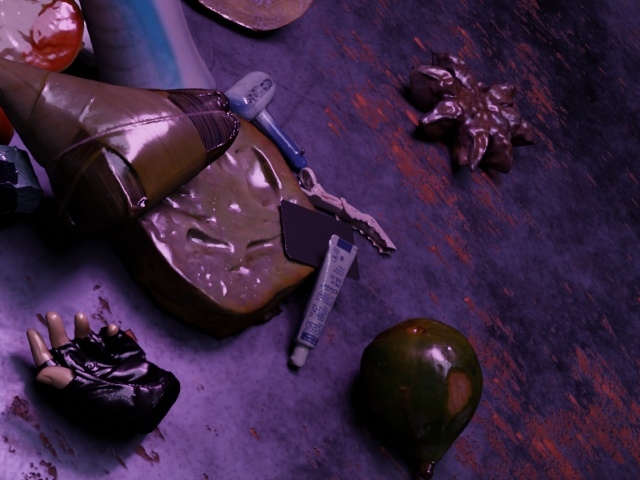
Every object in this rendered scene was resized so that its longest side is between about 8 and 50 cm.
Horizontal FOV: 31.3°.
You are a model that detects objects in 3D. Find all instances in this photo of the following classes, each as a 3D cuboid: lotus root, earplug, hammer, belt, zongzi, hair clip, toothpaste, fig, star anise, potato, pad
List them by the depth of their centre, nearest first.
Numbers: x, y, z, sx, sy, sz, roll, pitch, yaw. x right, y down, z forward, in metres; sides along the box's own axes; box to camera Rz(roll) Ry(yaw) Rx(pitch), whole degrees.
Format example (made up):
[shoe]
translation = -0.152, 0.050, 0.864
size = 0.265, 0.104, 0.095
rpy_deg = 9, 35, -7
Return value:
[belt]
translation = -0.468, -0.067, 1.537
size = 0.198, 0.151, 0.078
rpy_deg = -9, 65, -45
[zongzi]
translation = -0.295, -0.198, 1.594
size = 0.317, 0.154, 0.289
rpy_deg = 54, 48, -8
[earplug]
translation = -0.282, -0.356, 1.717
size = 0.185, 0.185, 0.324
rpy_deg = -48, 135, -46
[lotus root]
translation = -0.153, -0.035, 1.796
size = 0.375, 0.111, 0.390
rpy_deg = 21, 48, -31
[toothpaste]
translation = 0.001, 0.098, 1.798
size = 0.062, 0.037, 0.216
rpy_deg = 30, 77, -39
[fig]
translation = 0.158, 0.249, 1.803
size = 0.195, 0.195, 0.244
rpy_deg = -4, 99, -39
[pad]
translation = 0.000, 0.000, 1.843
size = 0.157, 0.003, 0.112
rpy_deg = 21, 48, -36
[hammer]
translation = -0.087, -0.201, 1.995
size = 0.194, 0.069, 0.116
rpy_deg = 50, 43, -10
[hair clip]
translation = 0.044, -0.051, 2.003
size = 0.226, 0.034, 0.072
rpy_deg = 31, 46, -18
[potato]
translation = -0.147, -0.450, 2.121
size = 0.261, 0.100, 0.120
rpy_deg = 9, 15, -16
[star anise]
translation = 0.306, -0.265, 2.302
size = 0.315, 0.108, 0.315
rpy_deg = 13, 58, -23

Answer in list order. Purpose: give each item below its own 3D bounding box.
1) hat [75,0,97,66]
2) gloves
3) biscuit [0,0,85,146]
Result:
[hat]
translation = -0.418, -0.417, 1.850
size = 0.301, 0.168, 0.258
rpy_deg = 42, 15, 29
[gloves]
translation = -0.301, 0.174, 1.526
size = 0.203, 0.124, 0.164
rpy_deg = 27, 21, 8
[biscuit]
translation = -0.564, -0.290, 1.577
size = 0.394, 0.076, 0.368
rpy_deg = 38, 71, -17
